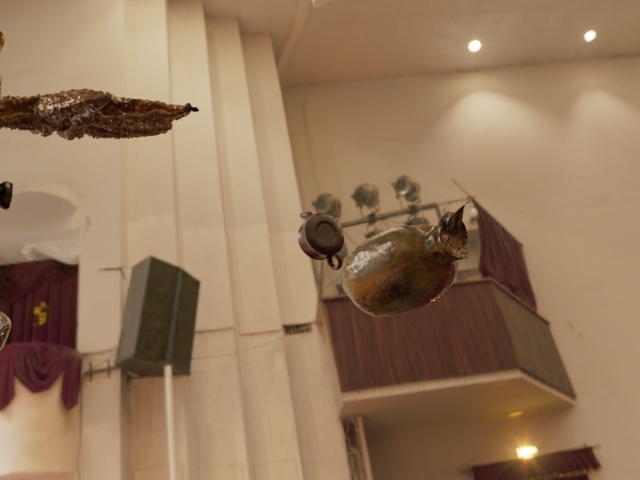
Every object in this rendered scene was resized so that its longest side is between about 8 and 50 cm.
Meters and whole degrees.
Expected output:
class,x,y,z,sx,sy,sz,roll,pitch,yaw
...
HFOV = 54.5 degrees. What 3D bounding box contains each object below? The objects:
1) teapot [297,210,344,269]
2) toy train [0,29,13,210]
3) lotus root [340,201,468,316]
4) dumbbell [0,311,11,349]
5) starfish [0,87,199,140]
class,x,y,z,sx,sy,sz,roll,pitch,yaw
teapot,0.000,0.000,0.906,0.068,0.100,0.045,-26,-5,-37
toy train,-0.326,-0.080,0.332,0.296,0.160,0.100,8,-26,-38
lotus root,0.149,0.040,1.028,0.154,0.154,0.278,15,-34,-37
dumbbell,-0.414,0.149,0.626,0.143,0.325,0.143,18,-1,0
starfish,-0.219,-0.111,0.545,0.227,0.043,0.241,-1,9,43
